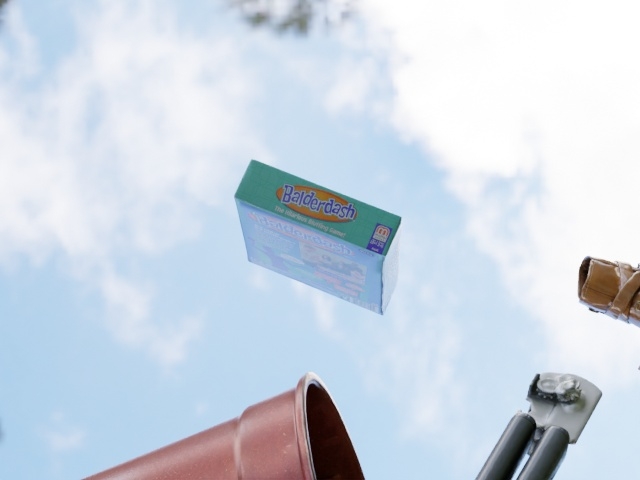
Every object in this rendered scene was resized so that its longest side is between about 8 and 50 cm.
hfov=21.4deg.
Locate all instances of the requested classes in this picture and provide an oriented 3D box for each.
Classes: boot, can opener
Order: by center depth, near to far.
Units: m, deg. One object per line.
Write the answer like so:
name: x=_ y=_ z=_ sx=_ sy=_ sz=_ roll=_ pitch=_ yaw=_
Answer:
can opener: x=0.226 y=0.229 z=1.797 sx=0.280 sy=0.074 sz=0.093 roll=-46 pitch=-32 yaw=-53
boot: x=0.457 y=0.079 z=2.322 sx=0.283 sy=0.220 sz=0.109 roll=-49 pitch=-27 yaw=-75

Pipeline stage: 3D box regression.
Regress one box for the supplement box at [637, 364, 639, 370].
supplement box: x=0.406 y=0.144 z=1.900 sx=0.083 sy=0.043 sz=0.055 roll=35 pitch=-102 yaw=-26

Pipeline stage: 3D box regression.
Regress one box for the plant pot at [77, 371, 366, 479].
plant pot: x=-0.095 y=0.287 z=1.552 sx=0.272 sy=0.265 sz=0.272 roll=-17 pitch=-90 yaw=-82

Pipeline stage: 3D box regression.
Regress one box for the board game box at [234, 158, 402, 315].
board game box: x=0.000 y=0.000 z=1.712 sx=0.210 sy=0.160 sz=0.047 roll=87 pitch=-153 yaw=-72
